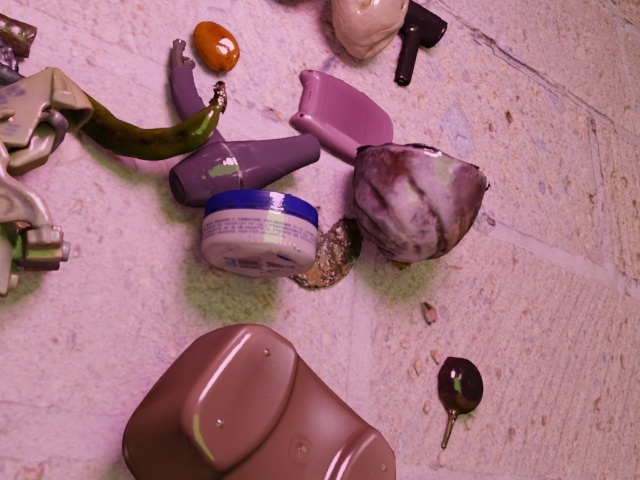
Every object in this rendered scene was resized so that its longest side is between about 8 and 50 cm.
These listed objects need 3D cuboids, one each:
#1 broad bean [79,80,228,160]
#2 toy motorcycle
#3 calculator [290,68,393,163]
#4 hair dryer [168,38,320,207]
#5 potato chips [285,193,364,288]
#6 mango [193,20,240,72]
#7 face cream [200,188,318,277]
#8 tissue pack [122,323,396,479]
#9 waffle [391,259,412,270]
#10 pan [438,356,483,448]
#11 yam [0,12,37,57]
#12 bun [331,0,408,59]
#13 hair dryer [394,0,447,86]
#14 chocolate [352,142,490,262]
[{"bbox_3d":[-0.303,-0.206,0.922,0.291,0.049,0.144,-3,79,-4],"label":"broad bean"},{"bbox_3d":[-0.466,-0.112,0.768,0.237,0.168,0.410,8,75,-26],"label":"toy motorcycle"},{"bbox_3d":[0.071,-0.282,1.264,0.294,0.043,0.194,23,61,-28],"label":"calculator"},{"bbox_3d":[-0.192,-0.248,1.036,0.301,0.121,0.361,-23,80,-31],"label":"hair dryer"},{"bbox_3d":[-0.002,0.001,1.131,0.220,0.029,0.202,0,75,-32],"label":"potato chips"},{"bbox_3d":[-0.216,-0.401,1.098,0.080,0.060,0.114,-29,93,-23],"label":"mango"},{"bbox_3d":[-0.107,-0.004,0.945,0.206,0.206,0.111,14,68,-30],"label":"face cream"},{"bbox_3d":[-0.096,0.329,0.807,0.387,0.277,0.267,47,47,-14],"label":"tissue pack"},{"bbox_3d":[0.192,0.028,1.258,0.085,0.016,0.078,-20,89,-36],"label":"waffle"},{"bbox_3d":[0.330,0.366,1.214,0.128,0.048,0.202,12,68,-32],"label":"pan"},{"bbox_3d":[-0.588,-0.360,0.833,0.252,0.061,0.061,15,66,-29],"label":"yam"},{"bbox_3d":[0.133,-0.583,1.285,0.259,0.160,0.259,-15,108,-58],"label":"bun"},{"bbox_3d":[0.240,-0.535,1.447,0.197,0.089,0.251,20,70,-28],"label":"hair dryer"},{"bbox_3d":[0.193,-0.060,1.148,0.303,0.303,0.213,22,80,-27],"label":"chocolate"}]
